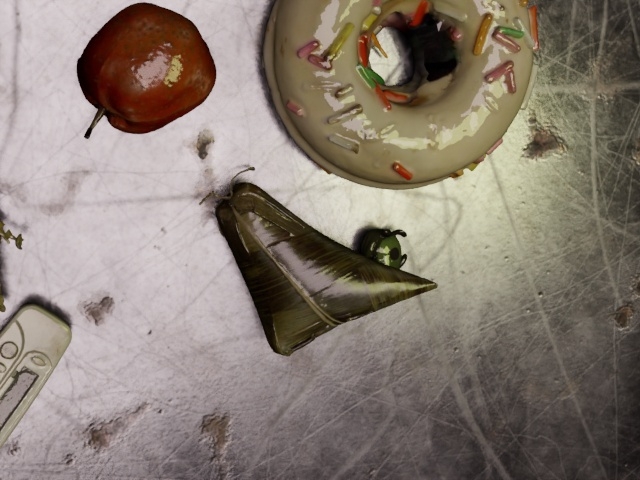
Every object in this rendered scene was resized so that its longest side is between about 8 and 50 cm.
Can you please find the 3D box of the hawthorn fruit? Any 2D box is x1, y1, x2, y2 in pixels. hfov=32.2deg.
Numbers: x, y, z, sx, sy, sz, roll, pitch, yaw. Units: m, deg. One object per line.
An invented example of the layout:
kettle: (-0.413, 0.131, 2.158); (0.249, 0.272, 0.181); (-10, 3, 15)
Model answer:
hawthorn fruit: (-0.231, -0.199, 1.383); (0.157, 0.157, 0.194); (46, 76, -14)

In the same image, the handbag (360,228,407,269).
handbag: (0.086, 0.037, 1.539); (0.072, 0.047, 0.111); (0, 98, -45)

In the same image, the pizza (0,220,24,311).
pizza: (-0.496, -0.022, 1.408); (0.280, 0.075, 0.287); (-27, 105, -2)

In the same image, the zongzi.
zongzi: (0.000, 0.000, 1.471); (0.241, 0.111, 0.247); (-23, 102, 7)

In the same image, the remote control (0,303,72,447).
remote control: (-0.419, 0.191, 1.455); (0.090, 0.049, 0.230); (36, 86, -18)

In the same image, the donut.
donut: (0.116, -0.248, 1.458); (0.383, 0.142, 0.382); (-2, 99, -12)
